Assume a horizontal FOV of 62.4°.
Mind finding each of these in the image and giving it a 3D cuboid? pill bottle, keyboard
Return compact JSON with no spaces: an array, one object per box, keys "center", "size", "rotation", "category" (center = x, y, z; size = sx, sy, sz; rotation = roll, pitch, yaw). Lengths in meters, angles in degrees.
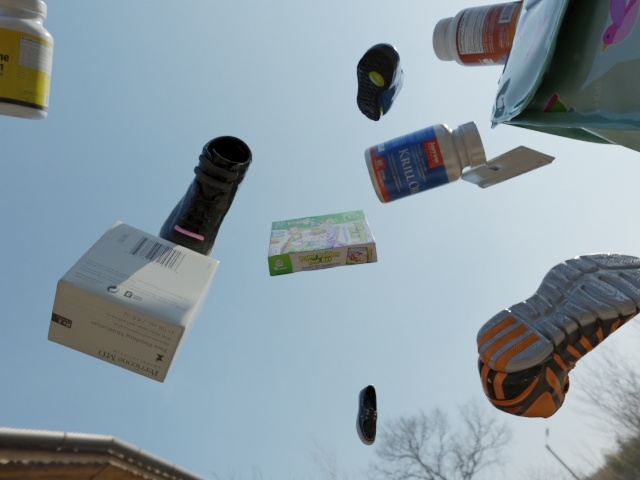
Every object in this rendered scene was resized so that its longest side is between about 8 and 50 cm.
[{"center":[0.346,-0.422,1.091],"size":[0.121,0.216,0.121],"rotation":[-13,-70,-40],"category":"pill bottle"},{"center":[0.361,-0.144,1.061],"size":[0.072,0.256,0.014],"rotation":[23,-100,-9],"category":"keyboard"},{"center":[0.210,-0.162,1.059],"size":[0.221,0.124,0.124],"rotation":[-18,-36,14],"category":"pill bottle"},{"center":[-0.490,-0.294,0.850],"size":[0.103,0.103,0.184],"rotation":[3,-85,-42],"category":"pill bottle"}]

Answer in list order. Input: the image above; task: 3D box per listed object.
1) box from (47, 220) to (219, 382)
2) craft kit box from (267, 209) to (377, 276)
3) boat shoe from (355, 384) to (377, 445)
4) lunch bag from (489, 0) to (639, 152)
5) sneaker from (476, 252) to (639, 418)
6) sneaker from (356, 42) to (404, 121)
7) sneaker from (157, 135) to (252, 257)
[{"center":[-0.275,0.087,0.802],"size":[0.181,0.182,0.119],"rotation":[22,-60,-6],"category":"box"},{"center":[0.000,0.000,1.288],"size":[0.247,0.250,0.061],"rotation":[-5,-69,-1],"category":"craft kit box"},{"center":[0.112,0.407,1.243],"size":[0.049,0.142,0.040],"rotation":[15,-46,-14],"category":"boat shoe"},{"center":[0.226,-0.163,0.322],"size":[0.160,0.262,0.223],"rotation":[3,-75,-31],"category":"lunch bag"},{"center":[0.370,0.148,0.807],"size":[0.321,0.124,0.180],"rotation":[-25,-52,-11],"category":"sneaker"},{"center":[0.111,-0.290,0.920],"size":[0.082,0.069,0.209],"rotation":[-50,-10,-11],"category":"sneaker"},{"center":[-0.211,-0.073,0.944],"size":[0.147,0.104,0.295],"rotation":[119,174,-56],"category":"sneaker"}]
